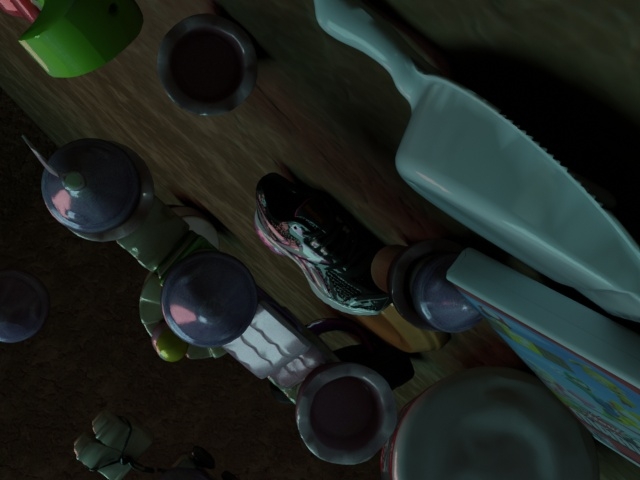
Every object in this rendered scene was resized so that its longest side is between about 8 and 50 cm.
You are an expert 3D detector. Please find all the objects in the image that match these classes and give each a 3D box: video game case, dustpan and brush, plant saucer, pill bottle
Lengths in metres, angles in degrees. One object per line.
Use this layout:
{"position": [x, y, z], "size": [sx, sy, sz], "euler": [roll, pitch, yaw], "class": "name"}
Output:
{"position": [0.210, 0.117, 0.503], "size": [0.204, 0.025, 0.285], "euler": [32, 172, 45], "class": "video game case"}
{"position": [0.063, -0.047, 0.380], "size": [0.211, 0.060, 0.147], "euler": [33, -177, 6], "class": "dustpan and brush"}
{"position": [0.048, 0.055, 0.901], "size": [0.200, 0.037, 0.200], "euler": [39, 170, 8], "class": "plant saucer"}
{"position": [0.151, 0.229, 0.852], "size": [0.176, 0.176, 0.318], "euler": [40, 170, 10], "class": "pill bottle"}
{"position": [-0.261, 0.001, 1.566], "size": [0.131, 0.131, 0.229], "euler": [44, 169, -17], "class": "pill bottle"}

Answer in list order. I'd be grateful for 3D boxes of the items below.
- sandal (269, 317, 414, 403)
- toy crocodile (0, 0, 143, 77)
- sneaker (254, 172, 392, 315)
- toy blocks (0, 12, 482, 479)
{"position": [0.019, 0.173, 1.286], "size": [0.107, 0.167, 0.446], "euler": [67, 162, 1], "class": "sandal"}
{"position": [-0.245, -0.228, 0.596], "size": [0.340, 0.105, 0.115], "euler": [38, 170, 21], "class": "toy crocodile"}
{"position": [0.000, 0.000, 0.766], "size": [0.178, 0.072, 0.077], "euler": [30, 156, 25], "class": "sneaker"}
{"position": [-0.072, 0.052, 0.546], "size": [0.288, 0.309, 0.260], "euler": [43, 176, -11], "class": "toy blocks"}
